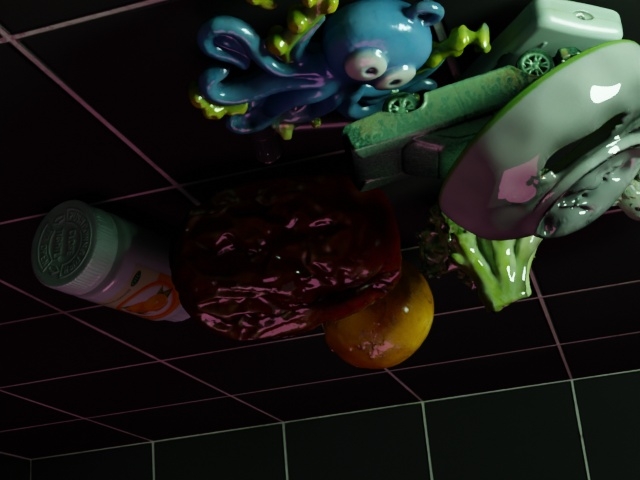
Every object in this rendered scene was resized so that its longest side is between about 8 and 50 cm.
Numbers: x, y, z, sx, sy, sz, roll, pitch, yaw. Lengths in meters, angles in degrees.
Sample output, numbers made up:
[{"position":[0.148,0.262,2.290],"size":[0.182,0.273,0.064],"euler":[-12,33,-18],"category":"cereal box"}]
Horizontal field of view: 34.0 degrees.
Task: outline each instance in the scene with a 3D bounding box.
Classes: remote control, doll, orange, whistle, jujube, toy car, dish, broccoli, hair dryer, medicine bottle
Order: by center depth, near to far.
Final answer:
[{"position":[0.010,-0.214,1.319],"size":[0.341,0.098,0.346],"euler":[-31,146,32],"category":"doll"},{"position":[0.315,-0.094,1.325],"size":[0.324,0.124,0.324],"euler":[-31,159,-14],"category":"dish"},{"position":[0.188,-0.146,1.352],"size":[0.321,0.097,0.141],"euler":[-18,157,-2],"category":"toy car"},{"position":[0.277,-0.229,1.430],"size":[0.140,0.056,0.296],"euler":[7,157,-19],"category":"remote control"},{"position":[-0.014,-0.181,1.511],"size":[0.195,0.050,0.173],"euler":[-11,160,2],"category":"hair dryer"},{"position":[-0.057,0.023,1.733],"size":[0.377,0.276,0.276],"euler":[-7,159,0],"category":"jujube"},{"position":[0.309,0.004,1.786],"size":[0.248,0.245,0.288],"euler":[-9,166,-18],"category":"broccoli"},{"position":[-0.344,0.047,1.860],"size":[0.158,0.158,0.318],"euler":[-17,156,28],"category":"medicine bottle"},{"position":[0.603,-0.069,1.870],"size":[0.102,0.105,0.253],"euler":[-2,166,45],"category":"whistle"},{"position":[0.112,0.141,2.108],"size":[0.240,0.240,0.240],"euler":[-5,159,-2],"category":"orange"}]
